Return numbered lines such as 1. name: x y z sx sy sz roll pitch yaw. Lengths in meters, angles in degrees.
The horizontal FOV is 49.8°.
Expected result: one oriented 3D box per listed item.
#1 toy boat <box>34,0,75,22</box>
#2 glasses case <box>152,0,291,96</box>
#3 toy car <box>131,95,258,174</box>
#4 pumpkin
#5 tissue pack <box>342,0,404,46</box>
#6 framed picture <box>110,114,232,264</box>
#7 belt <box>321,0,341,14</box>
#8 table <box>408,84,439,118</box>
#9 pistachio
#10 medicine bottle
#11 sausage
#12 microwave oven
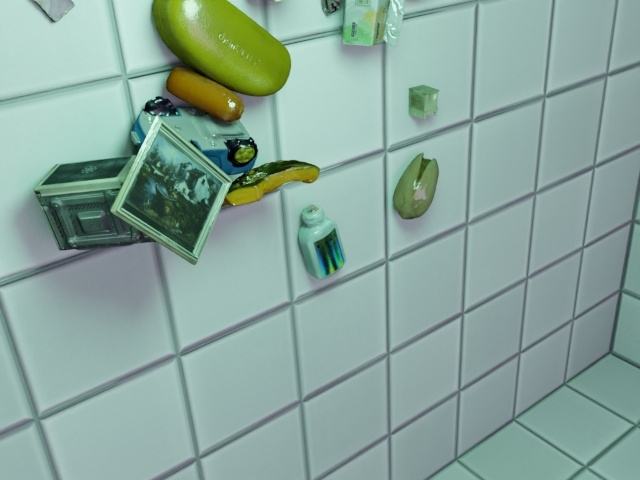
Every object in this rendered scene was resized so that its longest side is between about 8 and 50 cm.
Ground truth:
1. toy boat: -0.566 -0.511 1.418 0.063 0.016 0.115 -48 133 -12
2. glasses case: -0.226 -0.462 1.639 0.371 0.141 0.173 28 92 -44
3. toy car: -0.306 -0.230 1.668 0.314 0.198 0.166 -9 140 -35
4. pumpkin: -0.182 -0.129 1.773 0.290 0.258 0.095 -32 106 -27
5. tissue pack: 0.150 -0.637 1.835 0.159 0.145 0.229 -44 141 -63
6. framed picture: -0.310 -0.100 1.512 0.296 0.019 0.232 42 65 -55
7. belt: 0.015 -0.698 1.776 0.053 0.071 0.232 -50 138 -34
8. table: 0.322 -0.433 2.154 0.062 0.079 0.083 -19 123 -30
9. pistachio: 0.314 -0.175 2.249 0.136 0.136 0.225 24 86 -44
10. medicine bottle: 0.000 0.000 2.089 0.121 0.083 0.228 -35 130 -24
11. sausage: -0.270 -0.343 1.625 0.076 0.198 0.076 -62 177 -6
12. microwave oven: -0.473 -0.078 1.535 0.241 0.145 0.193 -5 119 8
